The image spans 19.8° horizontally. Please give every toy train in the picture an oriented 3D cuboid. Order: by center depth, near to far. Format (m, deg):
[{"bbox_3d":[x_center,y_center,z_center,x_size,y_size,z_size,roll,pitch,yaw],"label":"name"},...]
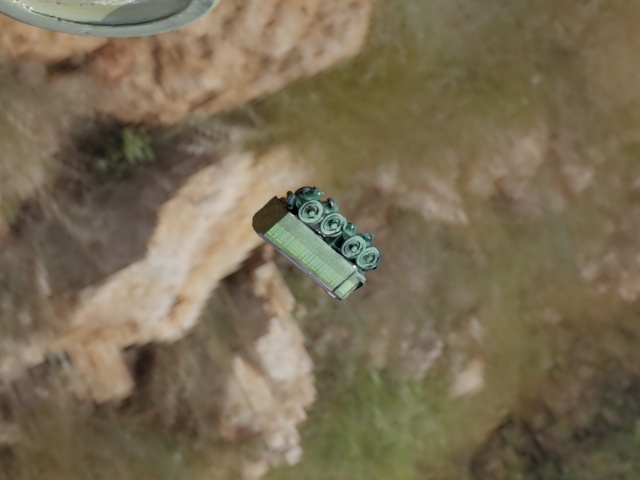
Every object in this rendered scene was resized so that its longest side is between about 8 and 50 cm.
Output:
[{"bbox_3d":[0.000,0.000,1.703,0.071,0.038,0.148,-36,136,13],"label":"toy train"}]

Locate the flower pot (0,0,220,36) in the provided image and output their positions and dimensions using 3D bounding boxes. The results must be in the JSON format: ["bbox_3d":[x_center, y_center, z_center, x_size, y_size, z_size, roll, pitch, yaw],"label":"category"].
[{"bbox_3d":[-0.167,-0.311,1.444,0.307,0.244,0.307,2,163,1],"label":"flower pot"}]
